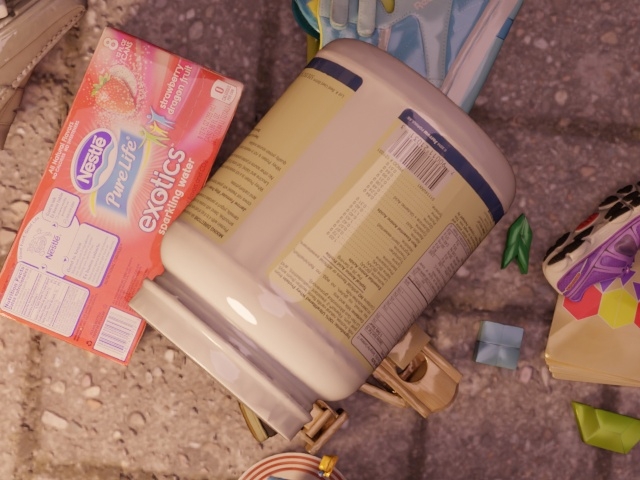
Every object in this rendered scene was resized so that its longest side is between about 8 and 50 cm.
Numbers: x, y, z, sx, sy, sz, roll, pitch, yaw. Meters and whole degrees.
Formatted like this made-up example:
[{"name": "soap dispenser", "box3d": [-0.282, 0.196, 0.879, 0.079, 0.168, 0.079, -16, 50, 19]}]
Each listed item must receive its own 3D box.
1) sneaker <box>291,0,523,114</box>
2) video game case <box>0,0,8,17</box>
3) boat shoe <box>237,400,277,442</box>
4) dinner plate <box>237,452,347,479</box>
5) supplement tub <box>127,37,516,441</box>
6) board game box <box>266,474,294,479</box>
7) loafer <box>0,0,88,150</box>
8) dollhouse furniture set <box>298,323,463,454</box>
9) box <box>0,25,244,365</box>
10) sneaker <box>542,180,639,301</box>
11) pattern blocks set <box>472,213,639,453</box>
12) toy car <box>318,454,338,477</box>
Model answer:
[{"name": "sneaker", "box3d": [0.093, -0.258, 1.935, 0.208, 0.127, 0.319, 25, 87, -7]}, {"name": "video game case", "box3d": [-0.413, -0.270, 1.882, 0.173, 0.022, 0.190, -19, 61, -6]}, {"name": "boat shoe", "box3d": [-0.066, 0.091, 1.941, 0.073, 0.080, 0.224, -15, 88, -1]}, {"name": "dinner plate", "box3d": [-0.030, 0.289, 1.978, 0.141, 0.017, 0.141, 0, 90, -7]}, {"name": "supplement tub", "box3d": [0.000, 0.000, 1.779, 0.235, 0.235, 0.325, 41, 84, -5]}, {"name": "board game box", "box3d": [0.069, 0.410, 1.873, 0.302, 0.086, 0.308, 10, 80, 12]}, {"name": "loafer", "box3d": [-0.348, -0.139, 1.902, 0.319, 0.112, 0.111, -43, 115, -7]}, {"name": "dollhouse furniture set", "box3d": [0.057, 0.166, 1.904, 0.101, 0.182, 0.161, 43, 86, -6]}, {"name": "box", "box3d": [-0.203, -0.043, 1.893, 0.154, 0.142, 0.300, 22, 88, -6]}, {"name": "sneaker", "box3d": [0.309, -0.001, 1.975, 0.170, 0.068, 0.071, -37, 109, 4]}, {"name": "pattern blocks set", "box3d": [0.333, 0.081, 2.013, 0.324, 0.026, 0.285, 22, 88, -6]}, {"name": "toy car", "box3d": [-0.042, 0.240, 1.861, 0.060, 0.040, 0.122, 39, 88, 15]}]
